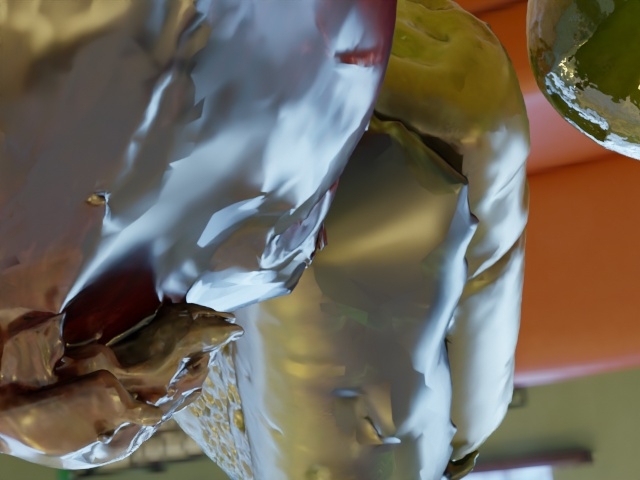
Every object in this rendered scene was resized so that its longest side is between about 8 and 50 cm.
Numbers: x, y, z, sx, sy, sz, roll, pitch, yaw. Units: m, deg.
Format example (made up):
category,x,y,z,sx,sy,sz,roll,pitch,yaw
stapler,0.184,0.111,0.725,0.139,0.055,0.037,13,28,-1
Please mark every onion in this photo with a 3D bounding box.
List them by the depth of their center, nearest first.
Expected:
category,x,y,z,sx,sy,sz,roll,pitch,yaw
onion,-0.119,-0.032,0.417,0.314,0.232,0.314,-18,159,-7

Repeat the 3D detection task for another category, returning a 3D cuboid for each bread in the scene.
category,x,y,z,sx,sy,sz,roll,pitch,yaw
bread,0.000,0.000,0.773,0.208,0.251,0.376,-37,146,-20

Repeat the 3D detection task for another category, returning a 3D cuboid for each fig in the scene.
category,x,y,z,sx,sy,sz,roll,pitch,yaw
fig,0.233,-0.147,0.878,0.203,0.203,0.225,-6,177,3
